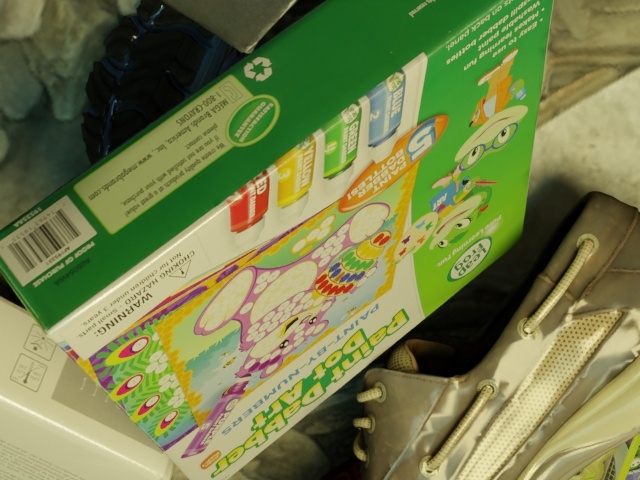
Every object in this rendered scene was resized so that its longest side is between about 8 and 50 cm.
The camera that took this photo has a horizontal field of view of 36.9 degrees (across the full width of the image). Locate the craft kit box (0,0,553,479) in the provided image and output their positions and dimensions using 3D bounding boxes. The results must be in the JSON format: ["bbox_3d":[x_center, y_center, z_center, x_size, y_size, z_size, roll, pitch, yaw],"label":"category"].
[{"bbox_3d":[0.000,0.000,0.469,0.250,0.061,0.246,-38,157,-12],"label":"craft kit box"}]

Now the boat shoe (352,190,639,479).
[{"bbox_3d":[0.086,0.113,0.596,0.130,0.132,0.355,45,97,3],"label":"boat shoe"}]

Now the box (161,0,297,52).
[{"bbox_3d":[-0.086,-0.286,0.233,0.293,0.212,0.395,-44,143,16],"label":"box"}]

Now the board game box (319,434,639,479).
[{"bbox_3d":[0.197,0.152,0.705,0.347,0.056,0.208,-36,114,13],"label":"board game box"}]

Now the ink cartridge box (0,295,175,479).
[{"bbox_3d":[-0.273,0.102,0.597,0.296,0.066,0.261,34,135,-24],"label":"ink cartridge box"}]

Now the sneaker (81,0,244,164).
[{"bbox_3d":[-0.085,-0.042,0.542,0.087,0.083,0.221,1,116,-50],"label":"sneaker"}]
